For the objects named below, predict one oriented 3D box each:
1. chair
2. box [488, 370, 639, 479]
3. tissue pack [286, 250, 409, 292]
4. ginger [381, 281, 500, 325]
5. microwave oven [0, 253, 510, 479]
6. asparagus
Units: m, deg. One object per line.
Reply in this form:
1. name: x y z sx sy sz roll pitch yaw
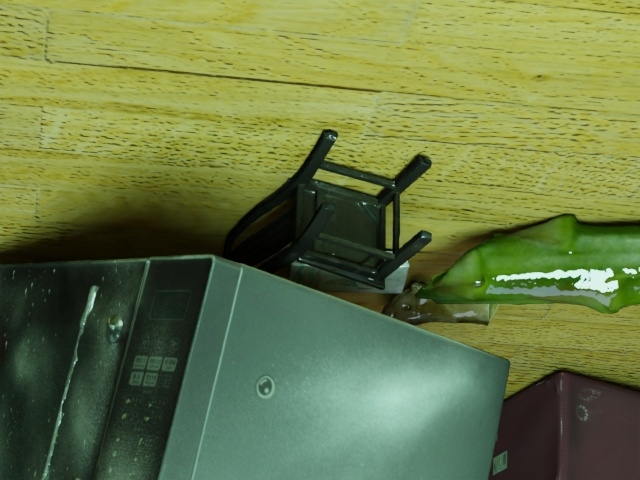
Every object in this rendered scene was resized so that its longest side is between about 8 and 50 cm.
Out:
1. chair: 0.000 0.000 1.270 0.101 0.084 0.212 15 148 -21
2. box: 0.263 0.269 1.687 0.167 0.193 0.294 21 146 -21
3. tissue pack: 0.024 0.028 1.383 0.108 0.023 0.056 0 152 -4
4. ginger: 0.122 0.061 1.433 0.137 0.044 0.057 -6 170 12
5. microwave oven: -0.107 0.170 1.289 0.374 0.236 0.432 20 167 -35
6. asparagus: 0.253 0.022 1.321 0.343 0.085 0.082 -2 149 5
